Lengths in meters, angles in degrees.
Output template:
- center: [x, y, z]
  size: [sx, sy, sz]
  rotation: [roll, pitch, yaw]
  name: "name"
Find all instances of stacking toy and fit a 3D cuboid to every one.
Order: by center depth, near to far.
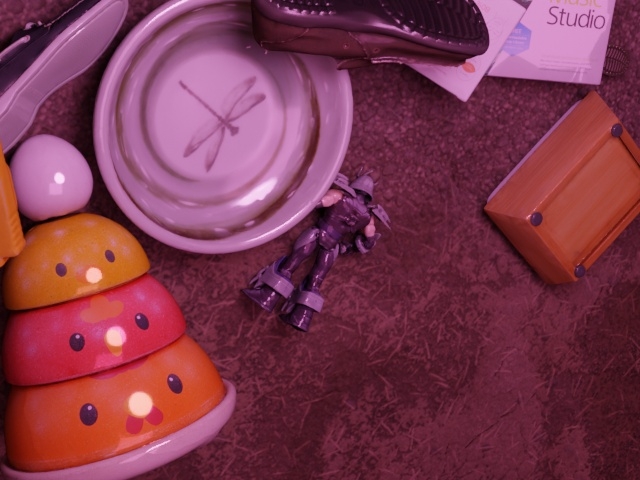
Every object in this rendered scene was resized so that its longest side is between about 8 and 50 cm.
- center: [-0.345, 0.086, 1.588]
  size: [0.351, 0.350, 0.480]
  rotation: [-20, 100, -19]
  name: "stacking toy"

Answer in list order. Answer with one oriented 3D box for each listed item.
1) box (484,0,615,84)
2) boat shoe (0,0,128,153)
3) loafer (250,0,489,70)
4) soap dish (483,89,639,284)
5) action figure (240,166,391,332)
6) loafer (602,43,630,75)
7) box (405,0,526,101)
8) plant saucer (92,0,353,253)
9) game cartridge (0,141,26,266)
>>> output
- center: [0.368, -0.422, 1.817]
  size: [0.232, 0.058, 0.322]
  rotation: [2, 107, -12]
  name: "box"
- center: [-0.390, -0.243, 1.513]
  size: [0.302, 0.091, 0.114]
  rotation: [-46, 166, -10]
  name: "boat shoe"
- center: [0.065, -0.312, 1.591]
  size: [0.366, 0.134, 0.130]
  rotation: [7, 151, -20]
  name: "loafer"
- center: [0.458, -0.084, 1.987]
  size: [0.291, 0.118, 0.229]
  rotation: [-47, 122, -5]
  name: "soap dish"
- center: [0.000, 0.000, 1.809]
  size: [0.185, 0.099, 0.285]
  rotation: [36, 87, -25]
  name: "action figure"
- center: [0.472, -0.322, 1.941]
  size: [0.148, 0.050, 0.056]
  rotation: [10, 107, -27]
  name: "loafer"
- center: [0.215, -0.327, 1.751]
  size: [0.130, 0.091, 0.170]
  rotation: [31, 104, -11]
  name: "box"
- center: [-0.149, -0.182, 1.657]
  size: [0.400, 0.100, 0.400]
  rotation: [-10, 113, -24]
  name: "plant saucer"
- center: [-0.549, -0.109, 1.445]
  size: [0.285, 0.052, 0.323]
  rotation: [-3, 115, 6]
  name: "game cartridge"
